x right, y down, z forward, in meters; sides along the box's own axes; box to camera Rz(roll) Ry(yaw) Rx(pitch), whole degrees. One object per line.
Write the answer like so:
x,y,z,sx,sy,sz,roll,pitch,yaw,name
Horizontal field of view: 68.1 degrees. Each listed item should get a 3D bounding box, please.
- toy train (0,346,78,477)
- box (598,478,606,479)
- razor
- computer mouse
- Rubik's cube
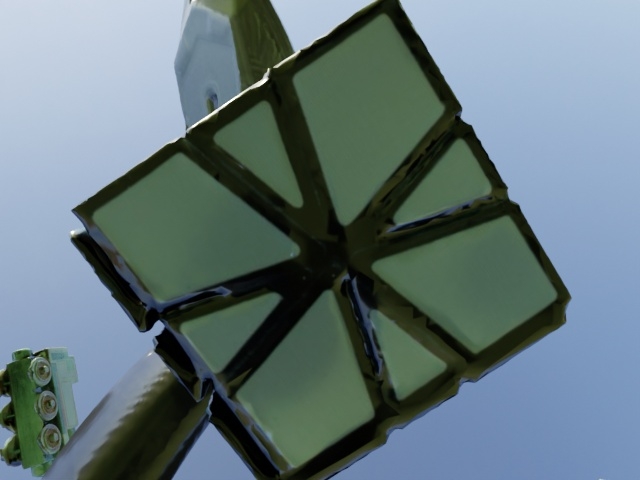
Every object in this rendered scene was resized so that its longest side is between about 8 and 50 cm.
-0.436,0.265,0.750,0.081,0.125,0.193,-19,-102,5,toy train
0.427,0.495,0.689,0.111,0.260,0.194,7,-138,-7,box
-0.219,0.240,0.532,0.113,0.204,0.348,41,-115,-19,razor
-0.120,-0.231,0.778,0.146,0.228,0.428,-14,-82,-38,computer mouse
0.000,0.000,0.468,0.294,0.283,0.288,-32,-80,4,Rubik's cube
